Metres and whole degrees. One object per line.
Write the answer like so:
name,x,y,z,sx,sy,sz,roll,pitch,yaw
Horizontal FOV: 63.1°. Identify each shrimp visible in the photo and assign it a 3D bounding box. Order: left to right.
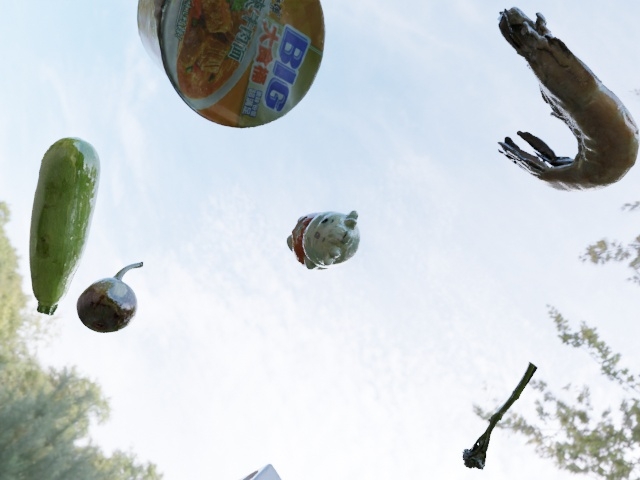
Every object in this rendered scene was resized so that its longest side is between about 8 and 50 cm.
shrimp,0.245,-0.147,0.573,0.219,0.046,0.152,54,-21,-2

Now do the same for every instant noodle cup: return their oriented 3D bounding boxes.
instant noodle cup,-0.169,-0.358,0.896,0.214,0.297,0.296,38,-59,46

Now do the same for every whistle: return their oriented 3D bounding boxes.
whistle,0.002,0.000,0.909,0.105,0.102,0.253,62,-17,-5

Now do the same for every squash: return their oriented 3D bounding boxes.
squash,-0.525,-0.027,1.051,0.118,0.118,0.370,10,-92,43

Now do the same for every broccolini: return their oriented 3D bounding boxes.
broccolini,0.300,0.295,0.880,0.044,0.042,0.218,30,-81,25

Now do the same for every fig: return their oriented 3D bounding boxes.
fig,-0.534,0.129,1.374,0.149,0.149,0.245,-46,-157,38

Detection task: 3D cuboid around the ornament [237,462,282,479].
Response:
ornament,-0.145,0.530,0.766,0.240,0.240,0.239,-38,-98,28
